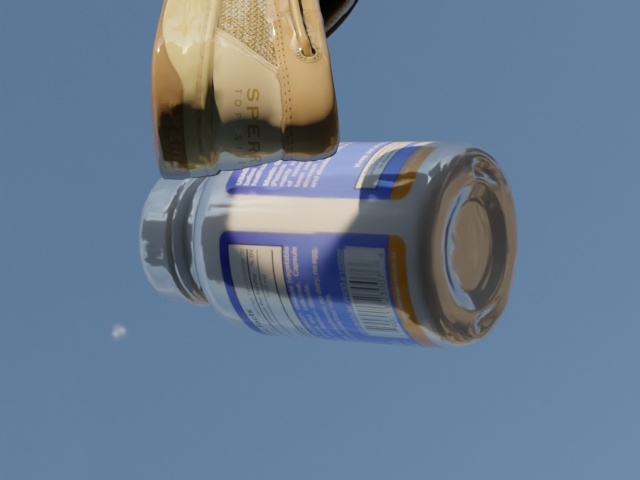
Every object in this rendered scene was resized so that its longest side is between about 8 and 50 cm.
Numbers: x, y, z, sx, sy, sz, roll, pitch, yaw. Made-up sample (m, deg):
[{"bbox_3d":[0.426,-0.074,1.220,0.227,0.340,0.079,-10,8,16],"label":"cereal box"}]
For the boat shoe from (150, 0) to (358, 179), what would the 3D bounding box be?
[{"bbox_3d":[-0.027,-0.157,0.949,0.110,0.341,0.122,0,-45,4],"label":"boat shoe"}]

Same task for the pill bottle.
[{"bbox_3d":[0.000,0.000,1.210,0.152,0.272,0.152,-6,-83,-56],"label":"pill bottle"}]
